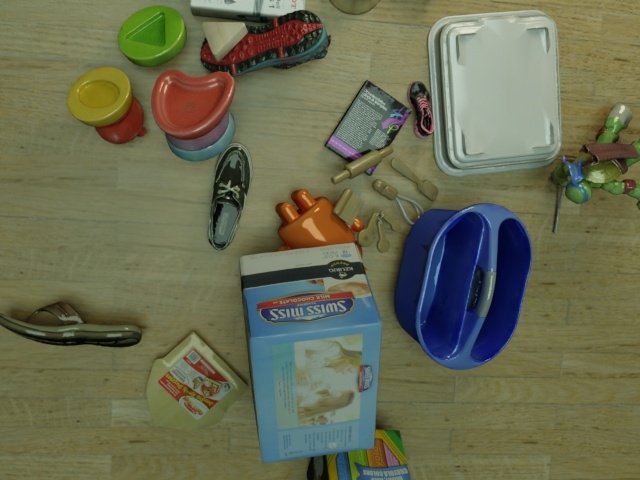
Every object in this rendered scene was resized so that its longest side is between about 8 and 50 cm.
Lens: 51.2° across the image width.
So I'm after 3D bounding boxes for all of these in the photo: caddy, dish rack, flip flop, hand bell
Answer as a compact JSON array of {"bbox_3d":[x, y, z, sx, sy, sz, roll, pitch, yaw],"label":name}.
[{"bbox_3d":[0.295,0.088,1.360,0.241,0.179,0.342,7,98,-22],"label":"caddy"},{"bbox_3d":[0.375,-0.308,1.392,0.285,0.072,0.333,-7,98,-6],"label":"dish rack"},{"bbox_3d":[-0.495,0.163,1.329,0.276,0.112,0.080,3,72,-6],"label":"flip flop"},{"bbox_3d":[0.086,-0.504,1.234,0.126,0.242,0.126,-1,99,-8],"label":"hand bell"}]

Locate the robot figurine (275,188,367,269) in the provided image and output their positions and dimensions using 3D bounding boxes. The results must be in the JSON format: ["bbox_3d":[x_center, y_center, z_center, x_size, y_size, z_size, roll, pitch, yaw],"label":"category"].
[{"bbox_3d":[0.002,-0.001,1.354,0.128,0.158,0.219,-27,104,39],"label":"robot figurine"}]

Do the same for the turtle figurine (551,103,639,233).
[{"bbox_3d":[0.604,-0.134,1.406,0.266,0.197,0.275,-48,113,-15],"label":"turtle figurine"}]

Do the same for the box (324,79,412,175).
[{"bbox_3d":[0.099,-0.233,1.384,0.116,0.029,0.162,33,94,-12],"label":"box"}]

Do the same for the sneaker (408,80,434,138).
[{"bbox_3d":[0.213,-0.271,1.380,0.047,0.057,0.120,-14,99,-4],"label":"sneaker"}]

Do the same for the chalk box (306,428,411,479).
[{"bbox_3d":[0.084,0.546,1.338,0.179,0.289,0.180,6,127,-12],"label":"chalk box"}]

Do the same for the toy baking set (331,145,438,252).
[{"bbox_3d":[0.129,-0.091,1.371,0.256,0.030,0.197,-36,110,-27],"label":"toy baking set"}]

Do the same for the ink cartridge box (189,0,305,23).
[{"bbox_3d":[-0.133,-0.507,1.279,0.219,0.092,0.160,3,98,-8],"label":"ink cartridge box"}]

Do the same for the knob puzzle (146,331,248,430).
[{"bbox_3d":[-0.279,0.314,1.410,0.213,0.030,0.213,-1,99,-8],"label":"knob puzzle"}]

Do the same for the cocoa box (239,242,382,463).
[{"bbox_3d":[-0.021,0.216,1.266,0.231,0.228,0.347,-6,127,-7],"label":"cocoa box"}]

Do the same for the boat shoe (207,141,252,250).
[{"bbox_3d":[-0.181,-0.087,1.345,0.077,0.070,0.220,9,97,-9],"label":"boat shoe"}]

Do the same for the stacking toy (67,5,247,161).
[{"bbox_3d":[-0.278,-0.286,1.265,0.308,0.130,0.280,15,68,17],"label":"stacking toy"}]

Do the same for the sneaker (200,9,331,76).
[{"bbox_3d":[-0.104,-0.361,1.299,0.261,0.125,0.104,-3,84,19],"label":"sneaker"}]
